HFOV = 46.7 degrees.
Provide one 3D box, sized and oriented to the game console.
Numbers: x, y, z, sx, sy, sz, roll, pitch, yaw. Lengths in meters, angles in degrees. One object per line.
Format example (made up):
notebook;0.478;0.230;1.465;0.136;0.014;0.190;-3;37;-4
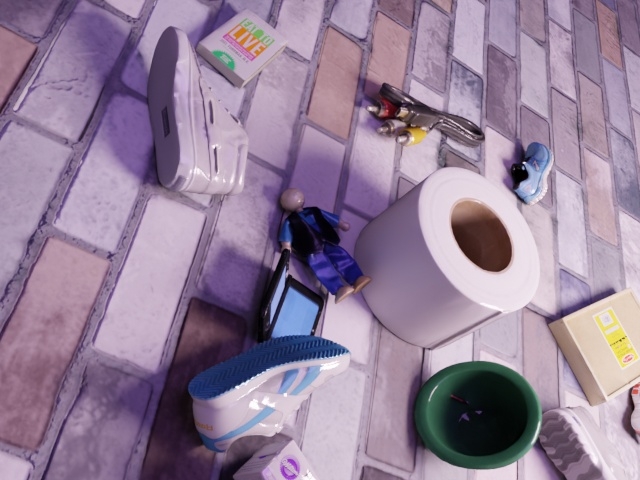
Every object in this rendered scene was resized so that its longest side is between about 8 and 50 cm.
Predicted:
game console;-0.037;0.092;1.029;0.071;0.107;0.122;14;51;5

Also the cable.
cable;0.197;-0.226;1.419;0.287;0.072;0.139;2;45;-49

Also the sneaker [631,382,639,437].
sneaker;0.618;0.320;1.391;0.158;0.061;0.064;-46;121;-42

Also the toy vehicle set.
toy vehicle set;0.561;0.197;1.423;0.267;0.035;0.166;-13;72;-40

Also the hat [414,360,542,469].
hat;0.256;0.301;1.148;0.209;0.183;0.173;-7;52;7

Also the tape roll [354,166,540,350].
tape roll;0.199;0.028;1.169;0.246;0.169;0.246;18;54;-27

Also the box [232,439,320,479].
box;0.019;0.385;0.868;0.063;0.067;0.324;-36;95;-43

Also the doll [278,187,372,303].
doll;0.000;0.000;1.124;0.129;0.046;0.189;-27;75;-33

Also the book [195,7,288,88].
book;-0.130;-0.322;1.237;0.096;0.035;0.144;40;49;-4

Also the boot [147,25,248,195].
boot;-0.176;-0.184;1.088;0.123;0.095;0.258;9;68;-39

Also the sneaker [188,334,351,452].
sneaker;-0.059;0.186;0.939;0.229;0.087;0.092;-17;112;-33

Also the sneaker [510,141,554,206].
sneaker;0.428;-0.149;1.517;0.073;0.063;0.162;31;49;-14

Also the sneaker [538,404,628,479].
sneaker;0.467;0.390;1.191;0.115;0.105;0.281;-11;70;-40
